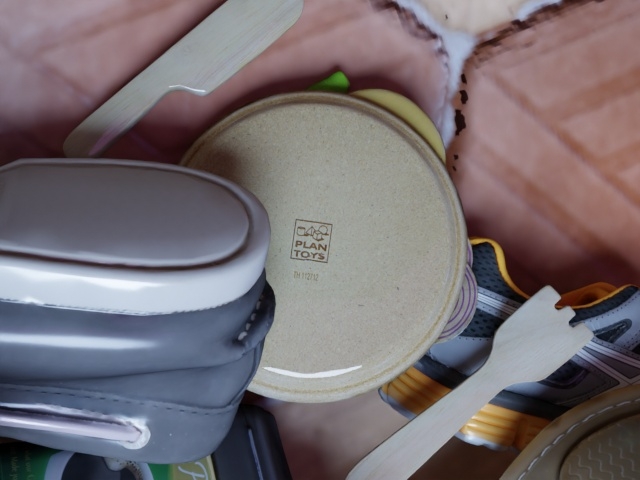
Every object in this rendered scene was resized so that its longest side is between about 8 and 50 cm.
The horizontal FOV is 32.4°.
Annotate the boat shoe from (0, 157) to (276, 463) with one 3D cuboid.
[{"bbox_3d":[-0.183,0.020,0.365,0.335,0.112,0.096,6,118,-4],"label":"boat shoe"}]

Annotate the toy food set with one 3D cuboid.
[{"bbox_3d":[0.000,0.000,0.440,0.132,0.038,0.192,-38,85,-5],"label":"toy food set"}]

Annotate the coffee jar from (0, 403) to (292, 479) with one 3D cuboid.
[{"bbox_3d":[-0.096,0.118,0.411,0.184,0.096,0.079,-6,135,-14],"label":"coffee jar"}]

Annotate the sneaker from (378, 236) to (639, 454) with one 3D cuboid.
[{"bbox_3d":[0.135,0.060,0.476,0.214,0.084,0.083,16,87,-15],"label":"sneaker"}]

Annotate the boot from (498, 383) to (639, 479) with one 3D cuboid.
[{"bbox_3d":[0.104,0.181,0.428,0.283,0.109,0.220,-23,132,-11],"label":"boot"}]
